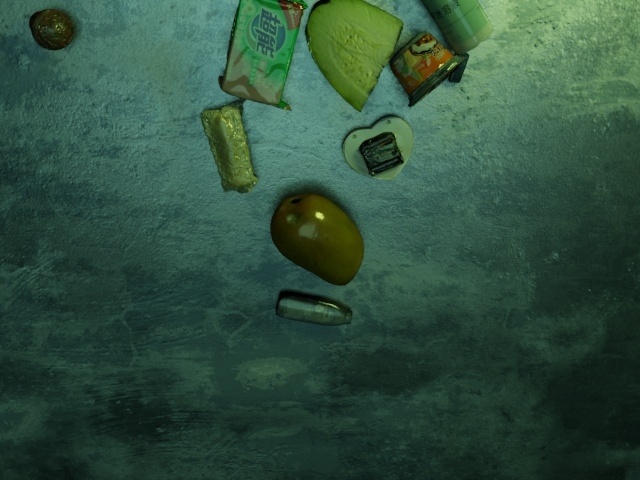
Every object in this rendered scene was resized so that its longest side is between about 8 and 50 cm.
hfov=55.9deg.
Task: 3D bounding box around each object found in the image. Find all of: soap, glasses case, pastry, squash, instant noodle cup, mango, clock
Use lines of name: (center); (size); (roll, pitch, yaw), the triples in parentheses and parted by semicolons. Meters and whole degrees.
soap: (-0.143, -0.485, 1.515); (0.218, 0.098, 0.273); (12, 116, -14)
glasses case: (0.363, -0.455, 1.586); (0.034, 0.023, 0.083); (9, 116, -16)
pastry: (-0.246, -0.240, 1.630); (0.122, 0.089, 0.258); (-3, 112, 13)
squash: (0.060, -0.481, 1.494); (0.155, 0.204, 0.236); (15, 115, -34)
instant noodle cup: (0.256, -0.442, 1.519); (0.178, 0.208, 0.125); (-40, 91, -28)
mango: (0.000, 0.000, 1.703); (0.211, 0.173, 0.317); (-39, 117, 15)
clock: (0.166, -0.240, 1.655); (0.198, 0.064, 0.172); (-21, 112, 8)

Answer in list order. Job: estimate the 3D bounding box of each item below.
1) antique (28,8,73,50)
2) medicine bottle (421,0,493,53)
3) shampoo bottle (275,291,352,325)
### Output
antique: (-0.657, -0.516, 1.477); (0.104, 0.104, 0.104); (-1, 114, -2)
medicine bottle: (0.284, -0.625, 1.458); (0.110, 0.110, 0.352); (-35, 111, 13)
shampoo bottle: (-0.019, 0.216, 1.862); (0.234, 0.049, 0.087); (11, 112, -7)
